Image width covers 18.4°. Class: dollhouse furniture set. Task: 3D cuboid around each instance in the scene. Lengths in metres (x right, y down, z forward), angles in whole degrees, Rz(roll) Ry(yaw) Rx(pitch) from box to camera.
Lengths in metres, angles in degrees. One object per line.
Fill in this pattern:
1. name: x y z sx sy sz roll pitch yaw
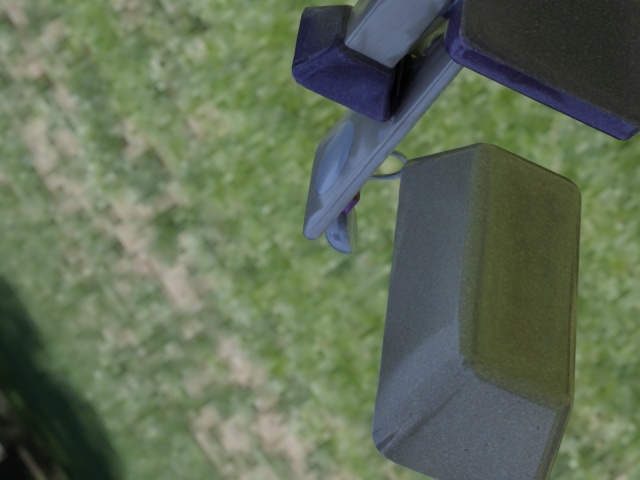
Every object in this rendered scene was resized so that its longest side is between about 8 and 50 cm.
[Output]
1. dollhouse furniture set: 0.000 0.000 0.366 0.091 0.114 0.081 23 138 -18
